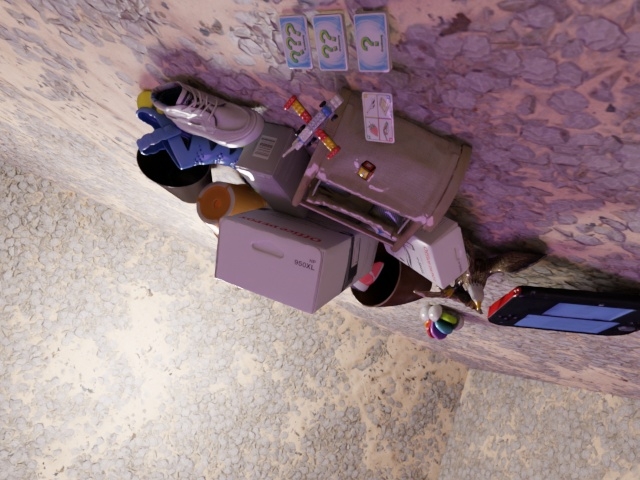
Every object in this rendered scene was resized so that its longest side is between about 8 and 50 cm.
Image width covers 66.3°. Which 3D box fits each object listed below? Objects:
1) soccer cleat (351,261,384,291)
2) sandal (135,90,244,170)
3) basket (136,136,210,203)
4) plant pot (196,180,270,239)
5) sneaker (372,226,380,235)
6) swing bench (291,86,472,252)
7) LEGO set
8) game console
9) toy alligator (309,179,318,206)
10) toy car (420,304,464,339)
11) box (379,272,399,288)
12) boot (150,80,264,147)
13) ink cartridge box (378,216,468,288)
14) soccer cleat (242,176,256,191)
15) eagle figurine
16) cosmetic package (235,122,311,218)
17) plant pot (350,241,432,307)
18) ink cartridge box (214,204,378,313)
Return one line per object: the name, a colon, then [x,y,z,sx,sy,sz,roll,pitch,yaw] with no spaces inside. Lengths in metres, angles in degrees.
soccer cleat: [0.065,0.013,1.527,0.318,0.116,0.108,49,-166,25]
sandal: [-0.317,-0.231,1.205,0.317,0.138,0.126,23,164,-11]
basket: [-0.397,-0.197,1.432,0.204,0.154,0.227,13,169,2]
plant pot: [-0.262,-0.086,1.451,0.205,0.205,0.188,16,174,24]
sneaker: [0.174,-0.039,1.281,0.092,0.088,0.228,9,159,49]
swing bench: [0.102,-0.119,0.934,0.253,0.165,0.255,24,165,-5]
LEGO set: [0.018,-0.203,0.730,0.182,0.060,0.244,14,130,30]
game console: [0.659,0.189,1.273,0.386,0.060,0.342,4,164,6]
toy alligator: [0.001,-0.137,1.108,0.056,0.190,0.051,2,119,11]
toy car: [0.521,0.365,2.140,0.159,0.136,0.182,25,165,-11]
box: [0.117,0.111,1.738,0.293,0.057,0.201,22,164,-14]
boot: [-0.248,-0.270,1.031,0.258,0.095,0.123,14,171,33]
ink cartridge box: [0.227,-0.003,1.125,0.203,0.086,0.148,38,160,49]
soccer cleat: [-0.181,-0.174,1.367,0.072,0.060,0.179,25,168,-7]
eagle figurine: [0.400,0.069,1.234,0.226,0.225,0.298,-14,141,-21]
cosmetic package: [-0.089,-0.158,1.153,0.107,0.127,0.238,16,163,19]
plant pot: [0.247,0.122,1.576,0.230,0.216,0.215,16,173,-39]
ink cartridge box: [-0.044,0.018,1.283,0.285,0.166,0.395,16,-162,22]
